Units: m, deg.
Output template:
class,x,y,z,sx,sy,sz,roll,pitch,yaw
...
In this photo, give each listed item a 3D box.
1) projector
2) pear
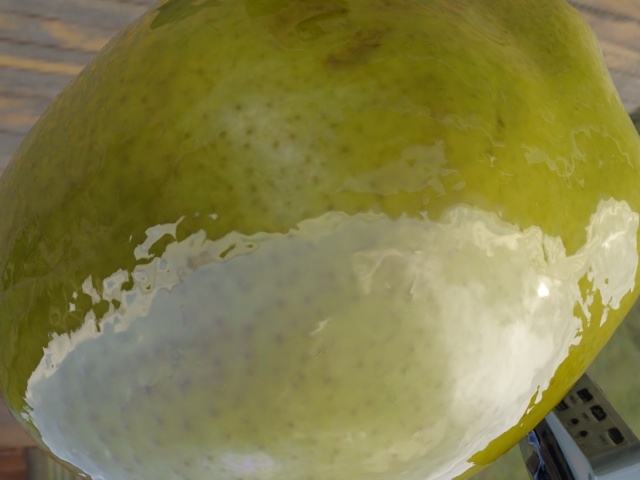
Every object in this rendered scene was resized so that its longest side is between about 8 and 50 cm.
class,x,y,z,sx,sy,sz,roll,pitch,yaw
projector,0.227,0.229,0.989,0.079,0.259,0.257,-20,-161,-1
pear,0.000,0.000,0.740,0.418,0.362,0.362,-20,161,-9
